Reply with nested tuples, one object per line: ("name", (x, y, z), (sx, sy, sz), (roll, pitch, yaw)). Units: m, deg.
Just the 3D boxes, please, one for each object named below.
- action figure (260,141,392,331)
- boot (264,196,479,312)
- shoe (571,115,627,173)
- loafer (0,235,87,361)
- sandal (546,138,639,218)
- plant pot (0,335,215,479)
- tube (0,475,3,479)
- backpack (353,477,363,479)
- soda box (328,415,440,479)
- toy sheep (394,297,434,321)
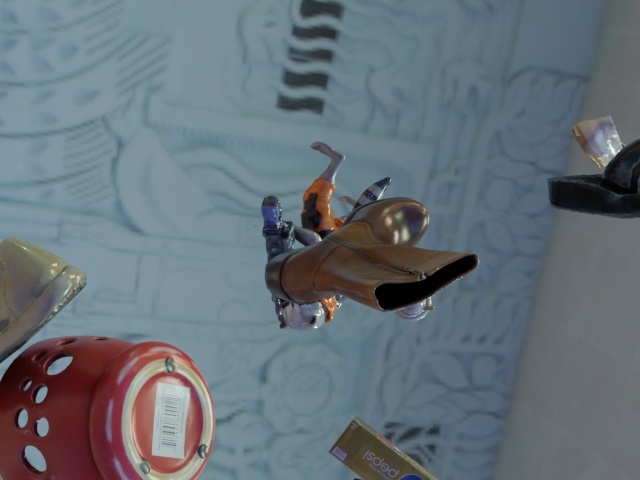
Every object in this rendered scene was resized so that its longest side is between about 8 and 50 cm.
("action figure", (0.000, 0.000, 2.016), (0.341, 0.178, 0.330), (82, 21, -62))
("boot", (0.097, 0.009, 1.479), (0.280, 0.264, 0.096), (0, -75, 59))
("shoe", (0.445, -0.121, 1.778), (0.058, 0.219, 0.076), (-35, -128, 15))
("loafer", (-0.333, 0.075, 1.188), (0.268, 0.092, 0.102), (-36, -174, 36))
("sandal", (0.407, -0.083, 1.390), (0.446, 0.167, 0.107), (-171, -104, -67))
("plant pot", (-0.223, 0.192, 1.249), (0.174, 0.191, 0.191), (-8, -106, 39))
("tube", (-0.637, 0.522, 2.195), (0.240, 0.062, 0.070), (-59, 180, -32))
("backpack", (0.041, 0.554, 2.217), (0.276, 0.263, 0.213), (157, -66, -63))
("soda box", (0.100, 0.313, 1.585), (0.058, 0.181, 0.061), (-52, 174, 0))
("toy sheep", (0.186, 0.123, 2.407), (0.132, 0.091, 0.091), (77, 17, -83))
